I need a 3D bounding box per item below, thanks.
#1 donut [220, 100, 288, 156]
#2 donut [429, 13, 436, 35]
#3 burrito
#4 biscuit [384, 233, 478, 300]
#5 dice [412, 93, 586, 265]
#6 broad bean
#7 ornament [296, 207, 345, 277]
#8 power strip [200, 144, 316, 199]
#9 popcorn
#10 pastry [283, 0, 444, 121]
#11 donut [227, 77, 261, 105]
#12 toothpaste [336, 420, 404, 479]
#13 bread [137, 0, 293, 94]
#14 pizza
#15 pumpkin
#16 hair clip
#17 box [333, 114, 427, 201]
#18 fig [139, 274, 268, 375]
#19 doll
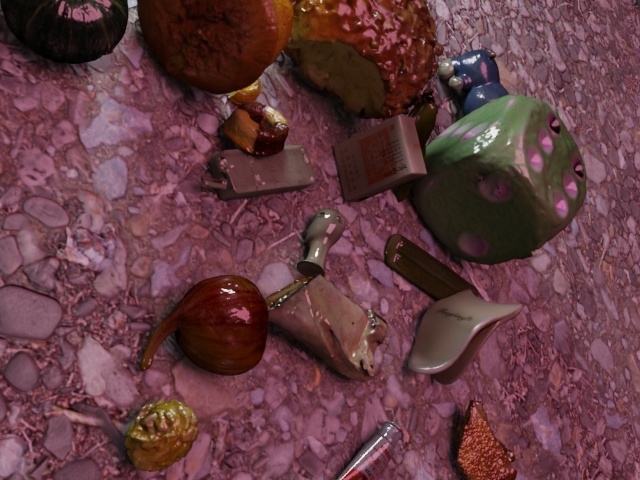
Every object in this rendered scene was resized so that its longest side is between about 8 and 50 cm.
[{"bbox_3d":[-0.128,-0.228,1.534,0.140,0.059,0.140,21,35,-15],"label":"donut"},{"bbox_3d":[0.229,-0.531,1.981,0.126,0.144,0.186,8,95,-21],"label":"donut"},{"bbox_3d":[0.005,0.157,1.522,0.348,0.107,0.175,33,38,-33],"label":"burrito"},{"bbox_3d":[0.277,0.087,1.854,0.322,0.038,0.099,34,56,-30],"label":"biscuit"},{"bbox_3d":[0.447,-0.154,1.899,0.318,0.330,0.322,52,48,-14],"label":"dice"},{"bbox_3d":[0.211,-0.216,1.748,0.077,0.339,0.061,-22,57,-27],"label":"broad bean"},{"bbox_3d":[0.000,0.000,1.598,0.075,0.081,0.156,69,34,-52],"label":"ornament"},{"bbox_3d":[-0.131,-0.138,1.536,0.288,0.053,0.093,-11,82,-45],"label":"power strip"},{"bbox_3d":[-0.255,0.304,1.211,0.116,0.120,0.106,11,33,-48],"label":"popcorn"},{"bbox_3d":[0.091,-0.479,1.708,0.405,0.292,0.337,36,64,-26],"label":"pastry"},{"bbox_3d":[-0.156,-0.318,1.593,0.083,0.038,0.067,-2,79,-46],"label":"donut"},{"bbox_3d":[0.085,0.462,1.521,0.234,0.057,0.089,-45,113,-35],"label":"toothpaste"},{"bbox_3d":[-0.197,-0.429,1.426,0.312,0.312,0.172,61,33,-8],"label":"bread"},{"bbox_3d":[0.364,0.491,1.766,0.147,0.069,0.226,-36,98,-23],"label":"pizza"},{"bbox_3d":[-0.427,-0.399,1.286,0.211,0.152,0.211,5,79,-26],"label":"pumpkin"},{"bbox_3d":[0.311,0.212,1.752,0.282,0.172,0.113,-53,128,-16],"label":"hair clip"},{"bbox_3d":[0.129,-0.180,1.695,0.058,0.201,0.141,-1,77,-48],"label":"box"},{"bbox_3d":[-0.195,0.142,1.305,0.207,0.175,0.175,8,68,-21],"label":"fig"},{"bbox_3d":[0.455,-0.410,2.150,0.228,0.154,0.258,-19,95,-50],"label":"doll"}]
